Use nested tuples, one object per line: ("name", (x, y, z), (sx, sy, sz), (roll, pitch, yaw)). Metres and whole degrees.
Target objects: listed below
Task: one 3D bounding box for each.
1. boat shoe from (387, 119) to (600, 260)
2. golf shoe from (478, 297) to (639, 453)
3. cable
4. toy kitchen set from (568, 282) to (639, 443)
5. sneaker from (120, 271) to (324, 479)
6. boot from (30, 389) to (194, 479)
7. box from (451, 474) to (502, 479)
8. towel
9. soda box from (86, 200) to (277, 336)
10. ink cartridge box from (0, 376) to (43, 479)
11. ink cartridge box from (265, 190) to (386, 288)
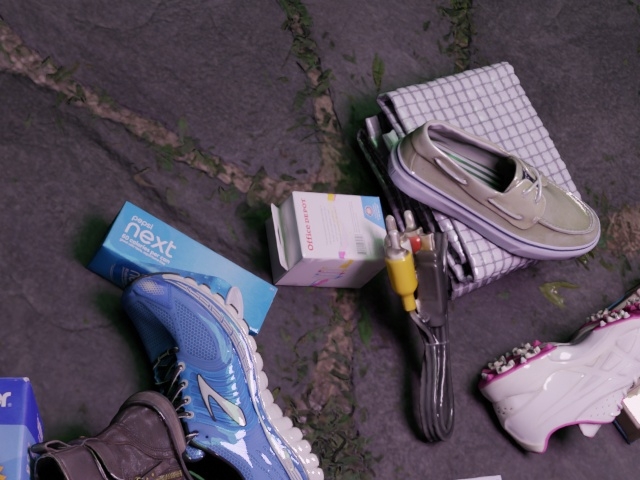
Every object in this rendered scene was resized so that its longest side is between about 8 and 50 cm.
("boat shoe", (0.231, -0.060, 1.725), (0.302, 0.094, 0.109), (20, 60, -16))
("golf shoe", (0.361, 0.166, 1.751), (0.306, 0.115, 0.140), (-25, 90, 7))
("cable", (0.126, 0.102, 1.706), (0.139, 0.072, 0.287), (-41, 128, -66))
("toy kitchen set", (0.451, 0.154, 1.880), (0.207, 0.122, 0.166), (-33, 83, -16))
("sneaker", (-0.132, 0.184, 1.525), (0.147, 0.130, 0.330), (-26, 79, -38))
("boot", (-0.194, 0.289, 1.372), (0.262, 0.091, 0.229), (68, 22, -7))
("box", (0.158, 0.352, 1.623), (0.137, 0.072, 0.126), (-1, 65, -27))
("towel", (0.200, -0.082, 1.850), (0.235, 0.121, 0.283), (-20, 77, -32))
("soda box", (-0.162, 0.045, 1.620), (0.210, 0.067, 0.071), (30, 55, -10))
("ink cartridge box", (-0.404, 0.274, 1.279), (0.270, 0.151, 0.395), (0, 62, -7))
("ink cartridge box", (0.000, 0.000, 1.714), (0.143, 0.090, 0.092), (3, 63, -26))
